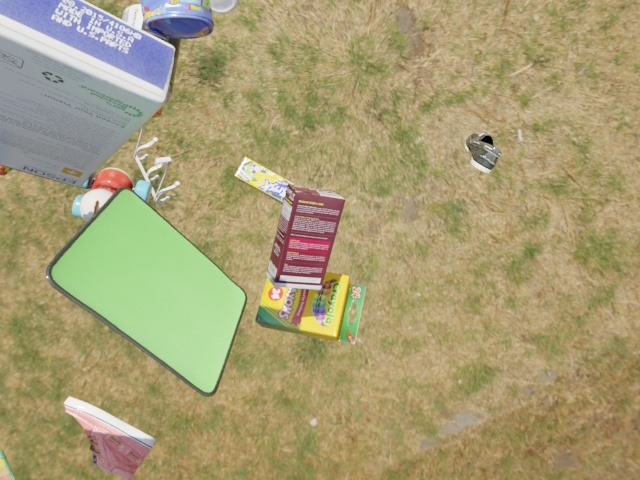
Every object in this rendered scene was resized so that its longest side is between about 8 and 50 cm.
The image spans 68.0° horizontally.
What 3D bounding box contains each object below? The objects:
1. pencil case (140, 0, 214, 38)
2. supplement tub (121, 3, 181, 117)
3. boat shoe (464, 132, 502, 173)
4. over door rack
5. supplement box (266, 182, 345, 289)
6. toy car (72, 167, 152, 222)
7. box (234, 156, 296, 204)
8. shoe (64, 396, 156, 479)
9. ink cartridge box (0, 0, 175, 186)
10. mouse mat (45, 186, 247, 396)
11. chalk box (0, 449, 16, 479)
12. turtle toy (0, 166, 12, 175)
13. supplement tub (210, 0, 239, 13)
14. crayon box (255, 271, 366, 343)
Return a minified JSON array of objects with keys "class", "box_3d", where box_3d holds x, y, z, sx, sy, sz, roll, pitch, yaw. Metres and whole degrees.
[{"class":"pencil case","box_3d":[-0.276,-0.520,0.850,0.133,0.119,0.307,-8,92,17]},{"class":"supplement tub","box_3d":[-0.573,-0.582,1.560,0.193,0.193,0.316,7,84,2]},{"class":"boat shoe","box_3d":[0.466,-0.265,1.348,0.083,0.233,0.079,23,119,-2]},{"class":"over door rack","box_3d":[-0.640,-0.321,1.853,0.108,0.324,0.240,-23,76,-28]},{"class":"supplement box","box_3d":[-0.038,-0.006,1.138,0.130,0.073,0.240,7,109,-26]},{"class":"toy car","box_3d":[-0.664,-0.092,1.447,0.219,0.238,0.210,15,117,-11]},{"class":"box","box_3d":[-0.137,-0.149,1.240,0.168,0.054,0.059,28,84,-6]},{"class":"shoe","box_3d":[-0.388,0.352,0.839,0.178,0.081,0.063,38,149,-18]},{"class":"ink cartridge box","box_3d":[-0.354,-0.166,0.452,0.324,0.330,0.072,18,72,-36]},{"class":"mouse mat","box_3d":[-0.153,0.046,0.469,0.007,0.153,0.190,-31,116,26]},{"class":"chalk box","box_3d":[-0.692,0.521,0.946,0.132,0.132,0.213,21,107,44]},{"class":"turtle toy","box_3d":[-0.703,-0.173,1.020,0.130,0.095,0.066,-19,68,18]},{"class":"supplement tub","box_3d":[-0.309,-0.803,1.454,0.116,0.191,0.117,-5,153,-3]},{"class":"crayon box","box_3d":[-0.028,0.198,1.512,0.318,0.081,0.202,8,67,13]}]
